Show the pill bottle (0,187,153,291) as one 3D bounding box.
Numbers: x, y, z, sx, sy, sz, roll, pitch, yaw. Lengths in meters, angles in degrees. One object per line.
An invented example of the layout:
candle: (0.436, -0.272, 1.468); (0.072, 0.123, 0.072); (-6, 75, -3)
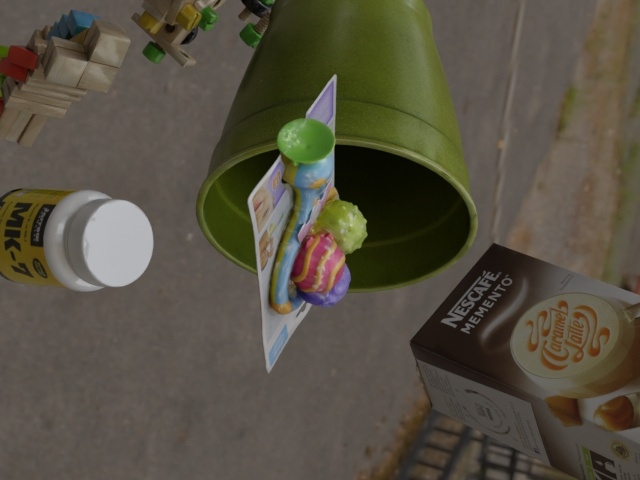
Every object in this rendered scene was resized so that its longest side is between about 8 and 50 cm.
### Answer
pill bottle: (-0.298, -0.002, 1.426); (0.119, 0.209, 0.119); (-3, 94, -46)

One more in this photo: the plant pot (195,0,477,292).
plant pot: (0.030, -0.169, 1.673); (0.366, 0.367, 0.352); (69, 21, -56)

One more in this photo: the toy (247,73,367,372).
toy: (0.000, 0.000, 0.960); (0.137, 0.056, 0.237); (-58, 158, -32)

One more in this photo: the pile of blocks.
pile of blocks: (-0.383, -0.242, 1.630); (0.113, 0.362, 0.148); (10, 73, -34)

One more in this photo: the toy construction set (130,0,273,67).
toy construction set: (-0.253, -0.396, 1.910); (0.237, 0.309, 0.257); (-45, -159, 22)

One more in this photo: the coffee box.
coffee box: (0.219, 0.114, 1.049); (0.141, 0.247, 0.098); (-47, 137, -26)
